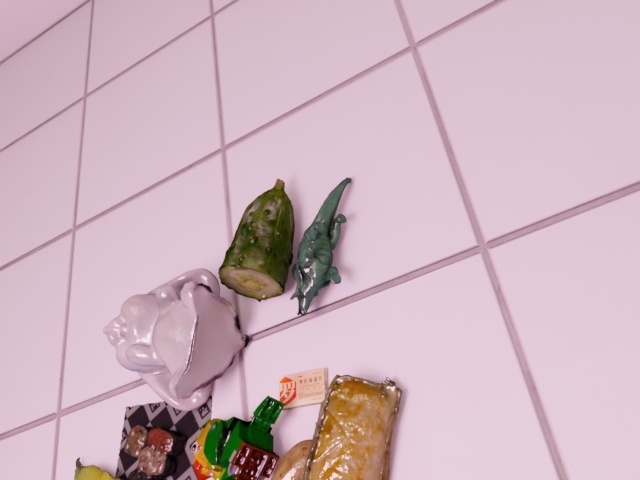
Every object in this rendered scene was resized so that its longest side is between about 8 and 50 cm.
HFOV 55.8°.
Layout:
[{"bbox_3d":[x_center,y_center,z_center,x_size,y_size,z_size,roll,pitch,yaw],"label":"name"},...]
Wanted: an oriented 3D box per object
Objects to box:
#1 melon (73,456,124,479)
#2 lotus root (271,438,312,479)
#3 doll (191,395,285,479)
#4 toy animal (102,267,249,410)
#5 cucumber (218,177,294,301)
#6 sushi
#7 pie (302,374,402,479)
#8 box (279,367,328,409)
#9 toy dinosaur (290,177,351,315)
[{"bbox_3d":[-0.417,0.476,1.139,0.261,0.053,0.114,13,87,46],"label":"melon"},{"bbox_3d":[-0.040,0.376,0.967,0.072,0.063,0.152,30,80,29],"label":"lotus root"},{"bbox_3d":[-0.147,0.345,1.024,0.186,0.106,0.135,-24,45,41],"label":"doll"},{"bbox_3d":[-0.273,0.171,1.159,0.289,0.174,0.249,29,94,38],"label":"toy animal"},{"bbox_3d":[-0.108,-0.015,1.179,0.134,0.134,0.245,-3,58,31],"label":"cucumber"},{"bbox_3d":[-0.316,0.406,1.137,0.231,0.047,0.220,-15,59,26],"label":"sushi"},{"bbox_3d":[0.042,0.337,0.918,0.128,0.068,0.283,12,68,12],"label":"pie"},{"bbox_3d":[-0.030,0.259,1.052,0.093,0.015,0.058,-16,60,24],"label":"box"},{"bbox_3d":[0.006,-0.001,1.113,0.120,0.079,0.292,-11,58,69],"label":"toy dinosaur"}]
